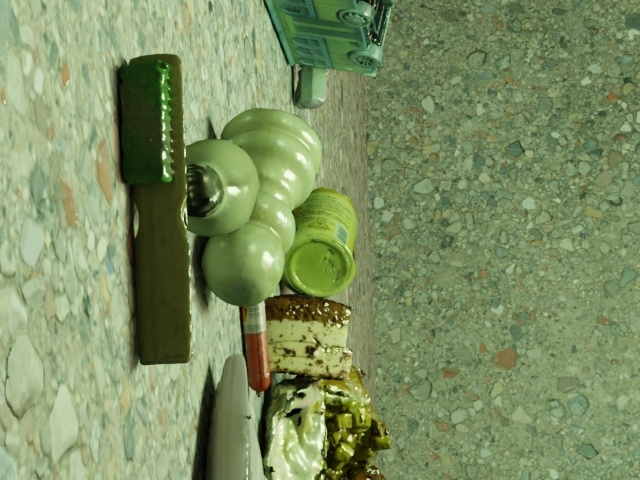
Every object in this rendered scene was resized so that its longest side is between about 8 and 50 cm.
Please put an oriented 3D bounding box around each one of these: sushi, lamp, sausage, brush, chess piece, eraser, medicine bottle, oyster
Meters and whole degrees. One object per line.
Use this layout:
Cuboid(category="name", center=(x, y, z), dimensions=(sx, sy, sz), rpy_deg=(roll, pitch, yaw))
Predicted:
Cuboid(category="sushi", center=(0.022, 0.304, 1.770), dimensions=(0.296, 0.166, 0.179), rpy_deg=(87, -19, -44))
Cuboid(category="lamp", center=(-0.108, -0.053, 1.151), dimensions=(0.250, 0.101, 0.101), rpy_deg=(-37, 123, -85))
Cuboid(category="sausage", center=(-0.088, 0.080, 1.473), dimensions=(0.034, 0.034, 0.253), rpy_deg=(-18, 105, -82))
Cuboid(category="brush", center=(-0.147, -0.031, 1.012), dimensions=(0.048, 0.054, 0.283), rpy_deg=(16, 70, -72))
Cuboid(category="chess piece", center=(-0.075, -0.029, 1.325), dimensions=(0.133, 0.133, 0.243), rpy_deg=(78, 16, -46))
Cuboid(category="eraser", center=(-0.093, 0.273, 1.231), dimensions=(0.243, 0.059, 0.204), rpy_deg=(-88, 171, -60))
Cuboid(category="medicine bottle", center=(0.000, 0.000, 1.859), dimensions=(0.239, 0.124, 0.124), rpy_deg=(-77, 161, -68))
Cuboid(category="oyster", center=(-0.047, 0.272, 1.573), dimensions=(0.133, 0.072, 0.209), rpy_deg=(36, 55, -49))

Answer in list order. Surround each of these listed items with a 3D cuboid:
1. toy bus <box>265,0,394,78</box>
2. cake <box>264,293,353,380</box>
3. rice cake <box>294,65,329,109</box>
Cuboid(category="toy bus", center=(0.016, -0.411, 1.895), dimensions=(0.312, 0.190, 0.152), rpy_deg=(65, 38, -70))
Cuboid(category="cake", center=(-0.056, 0.132, 1.660), dimensions=(0.246, 0.135, 0.112), rpy_deg=(-172, -93, -67))
Cuboid(category="rice cake", center=(-0.015, -0.371, 2.099), dimensions=(0.051, 0.081, 0.290), rpy_deg=(17, 60, -34))
